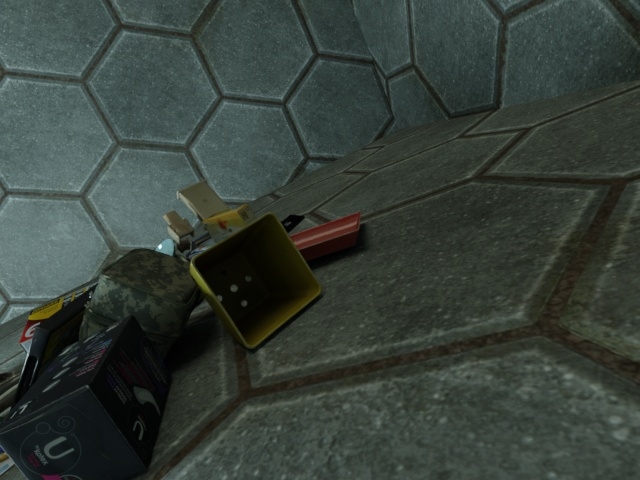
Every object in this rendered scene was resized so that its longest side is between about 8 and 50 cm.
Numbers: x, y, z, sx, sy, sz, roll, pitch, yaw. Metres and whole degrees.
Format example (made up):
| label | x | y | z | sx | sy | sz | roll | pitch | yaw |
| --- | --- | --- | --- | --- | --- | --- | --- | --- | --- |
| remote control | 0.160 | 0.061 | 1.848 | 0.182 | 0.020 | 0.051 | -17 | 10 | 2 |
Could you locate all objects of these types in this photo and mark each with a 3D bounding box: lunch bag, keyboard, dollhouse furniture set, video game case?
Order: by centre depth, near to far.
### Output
| label | x | y | z | sx | sy | sz | roll | pitch | yaw |
| --- | --- | --- | --- | --- | --- | --- | --- | --- | --- |
| video game case | -0.590 | 0.245 | 0.929 | 0.275 | 0.035 | 0.248 | -95 | 30 | -75 |
| lunch bag | -0.422 | 0.184 | 0.952 | 0.305 | 0.213 | 0.256 | -123 | 54 | -75 |
| lunch bag | -0.365 | 0.036 | 1.544 | 0.243 | 0.115 | 0.303 | -33 | 17 | -35 |
| keyboard | -0.144 | -0.056 | 1.674 | 0.100 | 0.038 | 0.192 | 9 | 29 | 23 |
| dollhouse furniture set | -0.536 | -0.052 | 1.707 | 0.286 | 0.198 | 0.303 | -33 | -20 | -35 |

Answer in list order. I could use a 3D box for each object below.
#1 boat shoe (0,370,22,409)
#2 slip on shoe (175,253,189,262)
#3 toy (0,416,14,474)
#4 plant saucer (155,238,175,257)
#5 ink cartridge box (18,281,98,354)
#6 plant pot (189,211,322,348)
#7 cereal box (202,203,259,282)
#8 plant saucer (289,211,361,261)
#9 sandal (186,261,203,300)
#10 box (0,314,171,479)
| label | x | y | z | sx | sy | sz | roll | pitch | yaw |
| --- | --- | --- | --- | --- | --- | --- | --- | --- | --- |
| boat shoe | -0.789 | 0.372 | 0.944 | 0.335 | 0.095 | 0.112 | -37 | -7 | 21 |
| slip on shoe | -0.568 | 0.120 | 1.594 | 0.331 | 0.101 | 0.123 | 14 | 74 | 51 |
| toy | -0.683 | 0.421 | 0.871 | 0.237 | 0.056 | 0.137 | -11 | 22 | 42 |
| plant saucer | -0.609 | 0.089 | 1.547 | 0.195 | 0.037 | 0.195 | -26 | 49 | 34 |
| ink cartridge box | -0.767 | 0.238 | 1.317 | 0.309 | 0.130 | 0.272 | -26 | 29 | -17 |
| plant pot | -0.165 | 0.096 | 0.899 | 0.212 | 0.212 | 0.187 | -35 | 5 | -33 |
| cereal box | -0.191 | 0.029 | 1.052 | 0.173 | 0.240 | 0.047 | -10 | 25 | 45 |
| plant saucer | 0.000 | 0.000 | 1.166 | 0.259 | 0.047 | 0.258 | -19 | 11 | 11 |
| sandal | -0.466 | 0.145 | 1.330 | 0.120 | 0.086 | 0.303 | -29 | 31 | -9 |
| box | -0.373 | 0.270 | 0.680 | 0.143 | 0.165 | 0.270 | -27 | 15 | -7 |
